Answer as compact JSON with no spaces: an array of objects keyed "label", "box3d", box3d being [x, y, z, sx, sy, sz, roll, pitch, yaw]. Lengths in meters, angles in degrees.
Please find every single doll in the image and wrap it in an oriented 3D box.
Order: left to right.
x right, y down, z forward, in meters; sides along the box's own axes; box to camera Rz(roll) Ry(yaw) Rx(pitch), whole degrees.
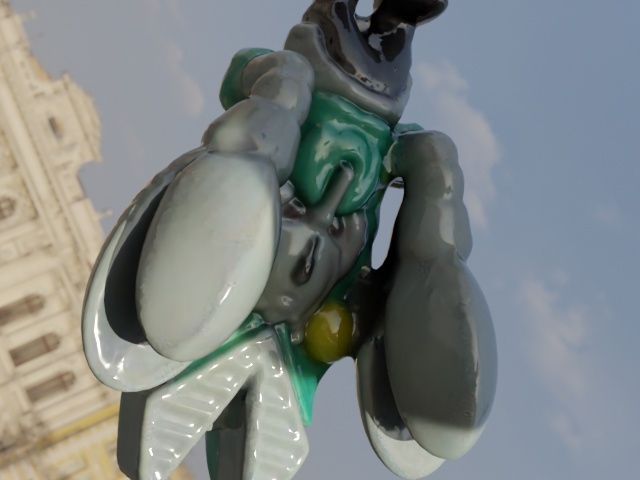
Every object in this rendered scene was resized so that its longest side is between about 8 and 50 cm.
[{"label":"doll","box3d":[-0.019,-0.001,0.553,0.153,0.195,0.258,-168,-107,-66]}]
